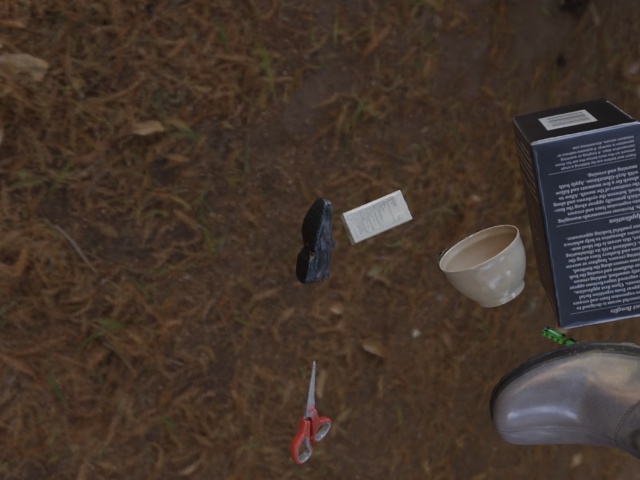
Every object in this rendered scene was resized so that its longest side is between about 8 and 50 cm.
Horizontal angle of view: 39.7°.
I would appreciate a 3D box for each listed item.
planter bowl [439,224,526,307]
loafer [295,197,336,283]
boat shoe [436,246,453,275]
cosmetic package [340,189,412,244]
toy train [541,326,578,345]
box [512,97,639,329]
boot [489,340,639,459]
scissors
[{"bbox_3d":[0.322,0.059,1.689,0.162,0.162,0.109,-39,108,-33],"label":"planter bowl"},{"bbox_3d":[0.000,0.000,1.662,0.061,0.062,0.170,0,116,-31],"label":"loafer"},{"bbox_3d":[0.295,0.051,1.946,0.080,0.073,0.223,-57,180,-2],"label":"boat shoe"},{"bbox_3d":[0.100,-0.041,1.598,0.115,0.041,0.060,-21,86,-9],"label":"cosmetic package"},{"bbox_3d":[0.526,0.213,1.949,0.017,0.083,0.023,-46,157,-47],"label":"toy train"},{"bbox_3d":[0.546,-0.063,1.836,0.293,0.212,0.395,-75,153,-71],"label":"box"},{"bbox_3d":[0.341,0.210,0.914,0.222,0.338,0.118,-77,147,-53],"label":"boot"},{"bbox_3d":[-0.026,0.328,1.646,0.109,0.021,0.297,-43,152,-22],"label":"scissors"}]
